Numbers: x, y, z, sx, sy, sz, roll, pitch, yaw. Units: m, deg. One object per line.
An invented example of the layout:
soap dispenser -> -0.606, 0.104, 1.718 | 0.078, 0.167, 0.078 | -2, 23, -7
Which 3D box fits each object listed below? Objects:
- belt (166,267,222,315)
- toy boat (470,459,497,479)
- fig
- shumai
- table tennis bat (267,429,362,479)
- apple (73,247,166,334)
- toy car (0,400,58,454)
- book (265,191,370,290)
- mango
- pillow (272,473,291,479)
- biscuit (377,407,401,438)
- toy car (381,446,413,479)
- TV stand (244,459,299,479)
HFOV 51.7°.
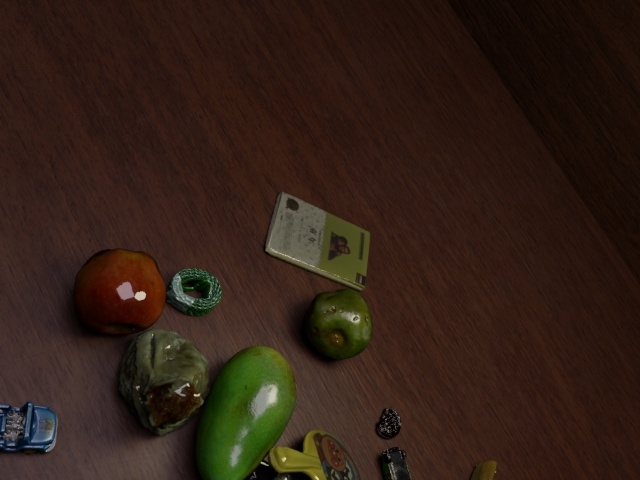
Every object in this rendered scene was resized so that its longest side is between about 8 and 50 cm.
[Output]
belt -> -0.345, 0.137, 1.809 | 0.151, 0.079, 0.121 | 15, 57, -23
toy boat -> 0.484, 0.756, 1.972 | 0.088, 0.068, 0.226 | 45, 47, -8
fig -> 0.067, 0.217, 1.972 | 0.206, 0.206, 0.275 | 39, 27, -6
shumai -> -0.359, 0.324, 1.598 | 0.225, 0.222, 0.261 | -1, 65, -32
table tennis bat -> -0.002, 0.576, 1.693 | 0.368, 0.054, 0.224 | 31, 27, -45
apple -> -0.495, 0.121, 1.637 | 0.229, 0.230, 0.230 | 15, 57, -24
toy car -> -0.669, 0.405, 1.443 | 0.191, 0.100, 0.097 | 13, 54, -30
book -> 0.000, 0.000, 2.129 | 0.352, 0.035, 0.239 | 23, 52, -18
mango -> -0.186, 0.436, 1.643 | 0.225, 0.201, 0.382 | 5, 50, 20
pillow -> -0.149, 0.658, 1.566 | 0.241, 0.051, 0.093 | -37, 97, -26
biscuit -> 0.199, 0.537, 1.945 | 0.087, 0.027, 0.089 | 0, 65, -32
toy car -> 0.216, 0.668, 1.857 | 0.071, 0.062, 0.165 | 0, 64, -33
TV stand -> -0.074, 0.658, 1.675 | 0.269, 0.083, 0.088 | 34, 50, -12
